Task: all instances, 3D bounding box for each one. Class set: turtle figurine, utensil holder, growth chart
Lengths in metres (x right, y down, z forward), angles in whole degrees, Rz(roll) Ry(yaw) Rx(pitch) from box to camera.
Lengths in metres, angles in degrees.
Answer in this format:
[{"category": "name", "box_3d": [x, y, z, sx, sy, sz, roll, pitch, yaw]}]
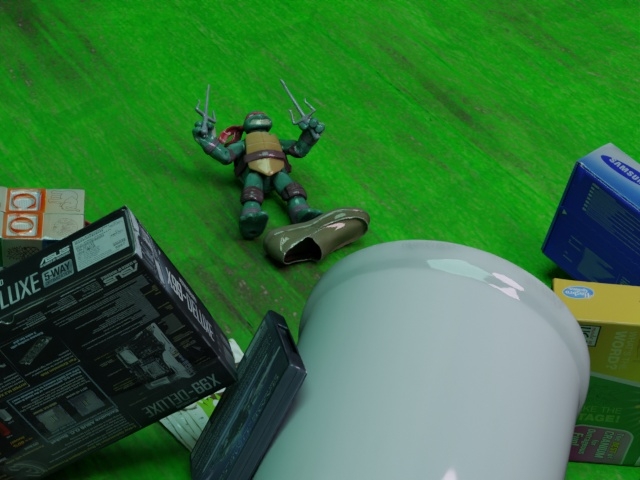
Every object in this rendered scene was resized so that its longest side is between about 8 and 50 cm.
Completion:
[{"category": "turtle figurine", "box_3d": [-0.075, -0.115, 2.246, 0.175, 0.118, 0.234, -14, 59, -1]}, {"category": "utensil holder", "box_3d": [0.088, 0.245, 1.710, 0.328, 0.327, 0.385, 14, 45, 9]}, {"category": "growth chart", "box_3d": [-0.133, 0.180, 1.979, 0.237, 0.021, 0.172, 36, 50, 27]}]

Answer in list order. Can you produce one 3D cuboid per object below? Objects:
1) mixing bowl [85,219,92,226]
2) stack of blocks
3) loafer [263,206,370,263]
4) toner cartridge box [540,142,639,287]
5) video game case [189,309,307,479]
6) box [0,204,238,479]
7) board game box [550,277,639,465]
[{"category": "mixing bowl", "box_3d": [-0.341, 0.058, 2.033, 0.181, 0.098, 0.181, 3, 42, -2]}, {"category": "stack of blocks", "box_3d": [-0.349, 0.078, 1.859, 0.171, 0.297, 0.087, 1, 42, -7]}, {"category": "loafer", "box_3d": [0.000, 0.000, 2.174, 0.148, 0.056, 0.050, -18, 47, -11]}, {"category": "toner cartridge box", "box_3d": [0.444, 0.047, 2.059, 0.075, 0.165, 0.348, -28, 59, -37]}, {"category": "video game case", "box_3d": [-0.081, 0.188, 1.751, 0.026, 0.196, 0.274, 28, 5, -10]}, {"category": "box", "box_3d": [-0.276, 0.126, 1.772, 0.307, 0.242, 0.076, -27, 45, 7]}, {"category": "board game box", "box_3d": [0.402, 0.161, 1.898, 0.317, 0.242, 0.064, 4, 43, -1]}]
